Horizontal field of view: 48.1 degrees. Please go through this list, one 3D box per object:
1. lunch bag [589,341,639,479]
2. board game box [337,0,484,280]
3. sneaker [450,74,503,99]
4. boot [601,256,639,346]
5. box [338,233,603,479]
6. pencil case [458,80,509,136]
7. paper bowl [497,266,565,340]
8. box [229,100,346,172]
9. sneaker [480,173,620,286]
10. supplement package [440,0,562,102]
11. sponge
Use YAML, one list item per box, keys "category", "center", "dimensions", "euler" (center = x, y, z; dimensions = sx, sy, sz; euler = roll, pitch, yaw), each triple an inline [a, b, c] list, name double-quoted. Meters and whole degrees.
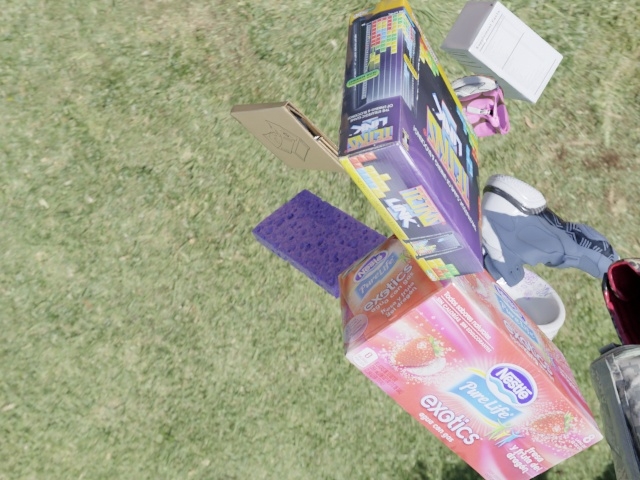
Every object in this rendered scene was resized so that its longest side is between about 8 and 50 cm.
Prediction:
- category: "lunch bag"
  center: [0.535, 0.311, 1.049]
  dimensions: [0.256, 0.305, 0.212]
  euler: [12, 143, -20]
- category: "board game box"
  center: [0.075, -0.071, 0.542]
  dimensions: [0.048, 0.141, 0.170]
  euler: [-14, 144, 25]
- category: "sneaker"
  center: [0.265, -0.262, 1.464]
  dimensions: [0.225, 0.093, 0.088]
  euler: [-17, 133, 27]
- category: "boot"
  center: [0.629, 0.024, 1.252]
  dimensions: [0.284, 0.138, 0.377]
  euler: [-12, 91, -24]
- category: "box"
  center: [0.169, 0.132, 0.829]
  dimensions: [0.142, 0.154, 0.300]
  euler: [-38, 115, 19]
- category: "pencil case"
  center: [0.223, -0.215, 1.269]
  dimensions: [0.209, 0.098, 0.095]
  euler: [-7, 105, 27]
- category: "paper bowl"
  center: [0.489, 0.187, 1.909]
  dimensions: [0.284, 0.284, 0.148]
  euler: [20, 123, -2]
- category: "box"
  center: [-0.054, -0.177, 1.234]
  dimensions: [0.164, 0.201, 0.021]
  euler: [41, 76, -30]
- category: "sneaker"
  center: [0.472, 0.031, 1.570]
  dimensions: [0.366, 0.137, 0.210]
  euler: [33, 84, -12]
- category: "supplement package"
  center: [0.443, -0.463, 1.757]
  dimensions: [0.244, 0.134, 0.139]
  euler: [29, 95, -28]
- category: "sponge"
  center: [0.000, 0.000, 1.095]
  dimensions: [0.117, 0.210, 0.031]
  euler: [-39, 136, -19]
